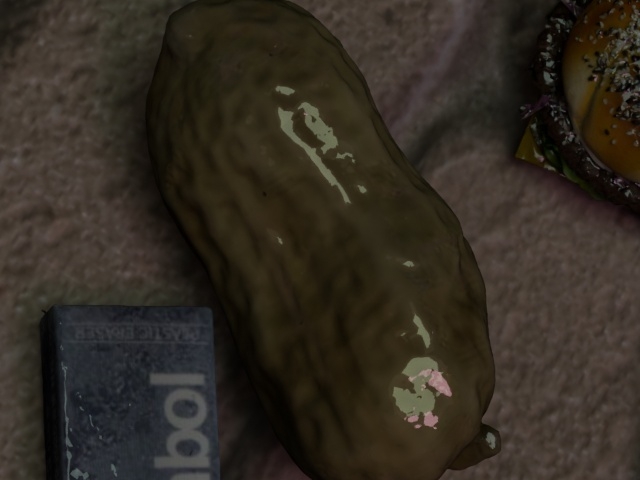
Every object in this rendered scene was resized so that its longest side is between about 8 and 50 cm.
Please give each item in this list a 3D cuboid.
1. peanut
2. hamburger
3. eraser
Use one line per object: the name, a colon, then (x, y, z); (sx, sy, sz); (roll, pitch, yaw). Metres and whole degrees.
peanut: (0.004, 0.004, 1.082); (0.143, 0.159, 0.291); (-30, 77, 9)
hamburger: (0.213, -0.089, 1.191); (0.189, 0.093, 0.164); (16, 73, -16)
eraser: (-0.099, 0.139, 1.053); (0.092, 0.046, 0.212); (1, 72, -19)
